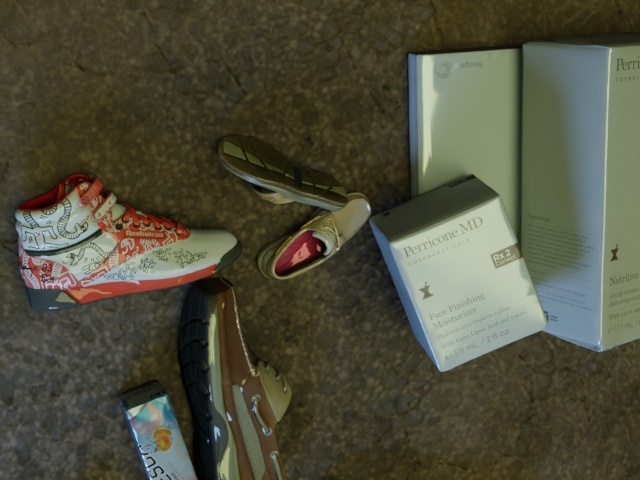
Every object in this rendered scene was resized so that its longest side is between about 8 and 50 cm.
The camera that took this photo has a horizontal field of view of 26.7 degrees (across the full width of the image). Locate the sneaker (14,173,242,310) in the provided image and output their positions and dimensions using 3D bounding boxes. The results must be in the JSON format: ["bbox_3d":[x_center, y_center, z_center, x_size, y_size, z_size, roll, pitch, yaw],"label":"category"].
[{"bbox_3d":[-0.232,-0.014,1.629,0.270,0.090,0.145,-13,108,-13],"label":"sneaker"}]

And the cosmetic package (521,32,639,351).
[{"bbox_3d":[0.386,-0.075,1.763,0.217,0.156,0.385,-13,109,-35],"label":"cosmetic package"}]

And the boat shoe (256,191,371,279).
[{"bbox_3d":[0.000,0.000,1.726,0.170,0.059,0.063,-36,111,-8],"label":"boat shoe"}]

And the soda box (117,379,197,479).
[{"bbox_3d":[-0.199,0.275,1.719,0.058,0.063,0.183,-22,108,-14],"label":"soda box"}]

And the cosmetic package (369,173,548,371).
[{"bbox_3d":[0.171,0.037,1.698,0.151,0.151,0.184,-24,105,-2],"label":"cosmetic package"}]

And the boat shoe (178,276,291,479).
[{"bbox_3d":[-0.103,0.198,1.715,0.119,0.122,0.324,-13,114,-21],"label":"boat shoe"}]

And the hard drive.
[{"bbox_3d":[0.218,-0.100,1.788,0.203,0.040,0.308,-6,105,-17],"label":"hard drive"}]

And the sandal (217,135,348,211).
[{"bbox_3d":[-0.051,-0.073,1.695,0.180,0.072,0.049,22,129,-19],"label":"sandal"}]
